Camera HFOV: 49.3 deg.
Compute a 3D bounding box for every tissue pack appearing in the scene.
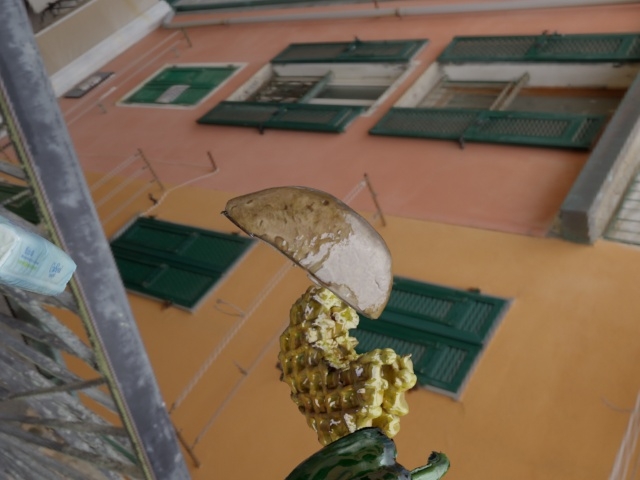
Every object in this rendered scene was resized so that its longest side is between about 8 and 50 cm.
[{"bbox_3d":[-0.482,0.004,1.019,0.089,0.177,0.263,-63,177,-9],"label":"tissue pack"}]

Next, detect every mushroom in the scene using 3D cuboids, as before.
[{"bbox_3d":[-0.001,-0.001,0.754,0.209,0.072,0.094,39,80,-2],"label":"mushroom"}]

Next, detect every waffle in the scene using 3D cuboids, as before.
[{"bbox_3d":[0.041,0.247,1.387,0.151,0.324,0.261,9,116,-35],"label":"waffle"}]

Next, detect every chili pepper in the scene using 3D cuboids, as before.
[{"bbox_3d":[0.075,0.350,0.991,0.261,0.174,0.165,-22,122,-17],"label":"chili pepper"}]
